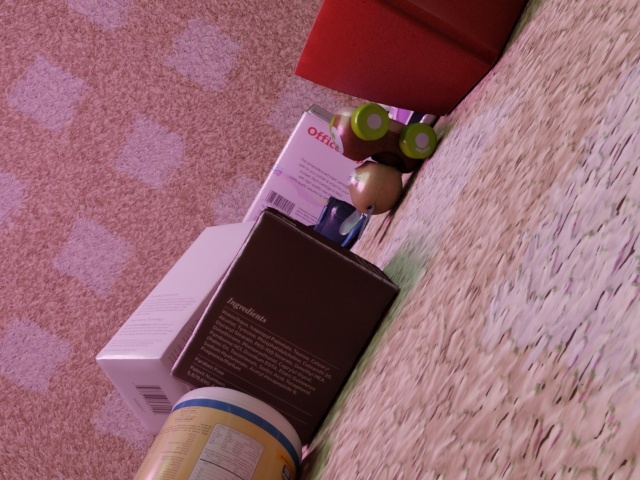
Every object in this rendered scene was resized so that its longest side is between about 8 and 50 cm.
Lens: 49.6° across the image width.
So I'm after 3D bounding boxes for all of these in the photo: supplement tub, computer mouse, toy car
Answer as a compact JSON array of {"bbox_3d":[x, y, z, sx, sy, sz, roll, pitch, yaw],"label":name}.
[{"bbox_3d":[-0.112,0.256,0.653,0.144,0.144,0.200,-56,6,45],"label":"supplement tub"},{"bbox_3d":[0.161,-0.187,1.154,0.193,0.042,0.106,-64,-3,36],"label":"computer mouse"},{"bbox_3d":[0.068,-0.095,1.042,0.155,0.148,0.189,-157,85,-75],"label":"toy car"}]

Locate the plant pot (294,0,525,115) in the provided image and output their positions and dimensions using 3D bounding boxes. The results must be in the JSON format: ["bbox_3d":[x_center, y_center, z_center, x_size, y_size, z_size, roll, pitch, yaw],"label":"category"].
[{"bbox_3d":[0.146,-0.337,0.994,0.268,0.235,0.267,-61,4,-20],"label":"plant pot"}]

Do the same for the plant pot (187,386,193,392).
[{"bbox_3d":[-0.104,0.177,1.078,0.167,0.166,0.165,-59,-3,16],"label":"plant pot"}]

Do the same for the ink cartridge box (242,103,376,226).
[{"bbox_3d":[-0.003,-0.111,1.436,0.278,0.201,0.117,-58,4,22],"label":"ink cartridge box"}]

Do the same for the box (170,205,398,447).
[{"bbox_3d":[-0.041,0.088,0.796,0.203,0.167,0.168,-60,4,3],"label":"box"}]

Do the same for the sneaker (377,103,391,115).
[{"bbox_3d":[0.152,-0.242,1.425,0.237,0.085,0.086,-73,-13,-57],"label":"sneaker"}]

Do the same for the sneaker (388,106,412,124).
[{"bbox_3d":[0.146,-0.295,1.240,0.282,0.161,0.102,-60,6,20],"label":"sneaker"}]

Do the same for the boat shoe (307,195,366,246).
[{"bbox_3d":[0.000,0.000,1.345,0.258,0.089,0.109,-51,-3,41],"label":"boat shoe"}]

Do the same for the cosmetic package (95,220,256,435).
[{"bbox_3d":[-0.196,0.148,1.237,0.155,0.197,0.366,-6,32,31],"label":"cosmetic package"}]
